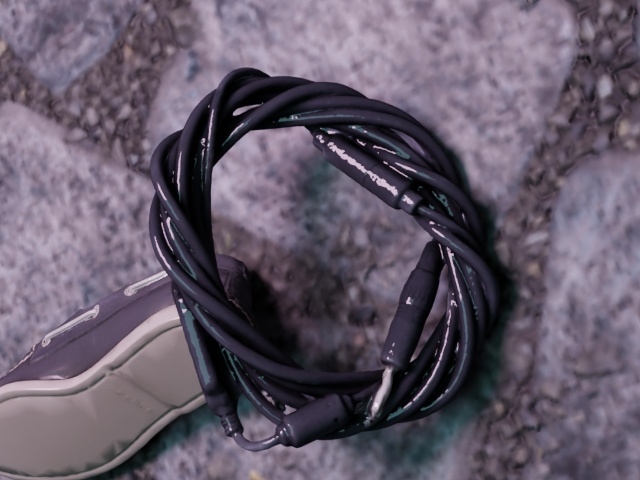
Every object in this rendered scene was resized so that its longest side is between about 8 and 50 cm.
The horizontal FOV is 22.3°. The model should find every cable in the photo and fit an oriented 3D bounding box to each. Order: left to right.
[{"bbox_3d":[0.000,0.000,0.763,0.150,0.047,0.185,-17,80,0],"label":"cable"}]

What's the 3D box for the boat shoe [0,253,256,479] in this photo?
[{"bbox_3d":[-0.112,0.069,0.864,0.206,0.075,0.065,-28,32,33],"label":"boat shoe"}]
